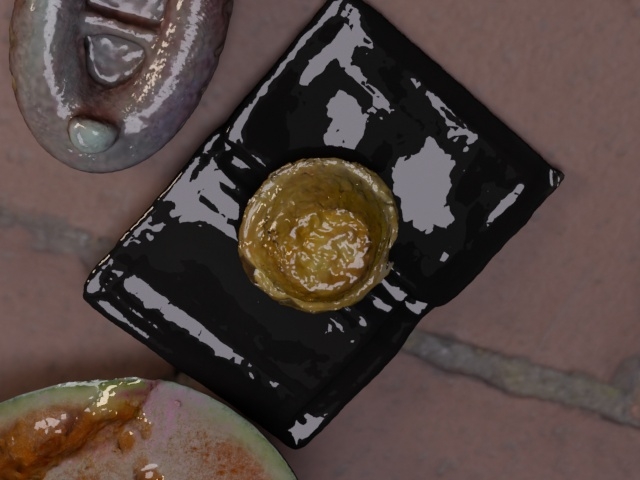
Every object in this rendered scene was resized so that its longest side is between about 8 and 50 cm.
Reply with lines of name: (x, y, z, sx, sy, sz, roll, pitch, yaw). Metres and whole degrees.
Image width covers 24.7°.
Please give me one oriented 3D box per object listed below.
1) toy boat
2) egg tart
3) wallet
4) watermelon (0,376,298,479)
toy boat: (-0.145, -0.151, 1.054, 0.155, 0.085, 0.227, 16, 112, -13)
egg tart: (0.000, 0.000, 1.113, 0.128, 0.049, 0.129, -2, 108, -6)
wallet: (0.002, -0.004, 1.157, 0.247, 0.041, 0.323, 38, 103, -20)
watermelon: (-0.165, 0.214, 1.204, 0.321, 0.175, 0.188, 13, 158, -4)
